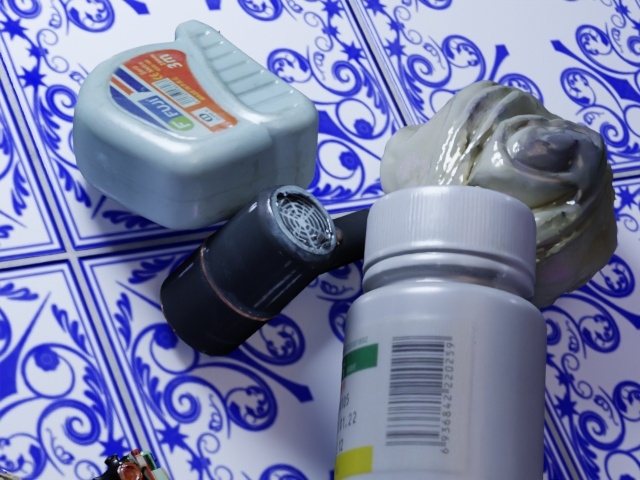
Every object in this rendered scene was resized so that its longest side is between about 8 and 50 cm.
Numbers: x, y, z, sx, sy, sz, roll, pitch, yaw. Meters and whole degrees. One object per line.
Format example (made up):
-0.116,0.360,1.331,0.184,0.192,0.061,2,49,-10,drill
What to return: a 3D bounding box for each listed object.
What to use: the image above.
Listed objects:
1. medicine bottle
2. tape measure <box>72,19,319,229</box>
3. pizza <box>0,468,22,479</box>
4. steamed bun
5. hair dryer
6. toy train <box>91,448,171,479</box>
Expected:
0.125,0.130,1.818,0.208,0.208,0.339,14,67,-23,medicine bottle
-0.137,-0.114,1.891,0.246,0.125,0.243,-24,43,-31,tape measure
-0.300,0.266,1.606,0.226,0.069,0.147,25,52,-19,pizza
0.226,-0.071,2.056,0.268,0.207,0.280,4,56,-34,steamed bun
0.000,0.000,1.915,0.352,0.189,0.107,-22,74,-53,hair dryer
-0.127,0.306,1.700,0.085,0.053,0.249,-21,72,-47,toy train
